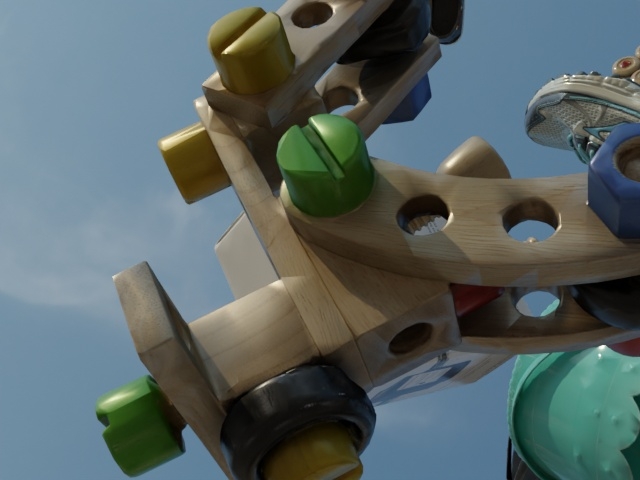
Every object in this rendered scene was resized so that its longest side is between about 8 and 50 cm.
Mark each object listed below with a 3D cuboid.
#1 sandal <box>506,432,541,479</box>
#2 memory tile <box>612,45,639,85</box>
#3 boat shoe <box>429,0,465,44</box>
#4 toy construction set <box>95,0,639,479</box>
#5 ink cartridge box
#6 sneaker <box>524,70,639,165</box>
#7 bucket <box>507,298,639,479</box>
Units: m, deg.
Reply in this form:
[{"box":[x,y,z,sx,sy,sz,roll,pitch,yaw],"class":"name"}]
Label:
[{"box":[0.290,0.279,1.276,0.054,0.097,0.255,2,-80,-19],"class":"sandal"},{"box":[0.461,-0.239,1.174,0.148,0.113,0.012,-34,-50,-2],"class":"memory tile"},{"box":[0.129,-0.274,0.963,0.048,0.042,0.133,-2,-88,17],"class":"boat shoe"},{"box":[0.000,0.000,0.435,0.237,0.309,0.257,-34,-104,-5],"class":"toy construction set"},{"box":[0.051,0.043,0.778,0.100,0.237,0.172,-44,-118,39],"class":"ink cartridge box"},{"box":[0.312,-0.095,0.933,0.110,0.283,0.122,30,-100,-37],"class":"sneaker"},{"box":[0.369,0.195,1.104,0.183,0.281,0.281,14,-56,49],"class":"bucket"}]
